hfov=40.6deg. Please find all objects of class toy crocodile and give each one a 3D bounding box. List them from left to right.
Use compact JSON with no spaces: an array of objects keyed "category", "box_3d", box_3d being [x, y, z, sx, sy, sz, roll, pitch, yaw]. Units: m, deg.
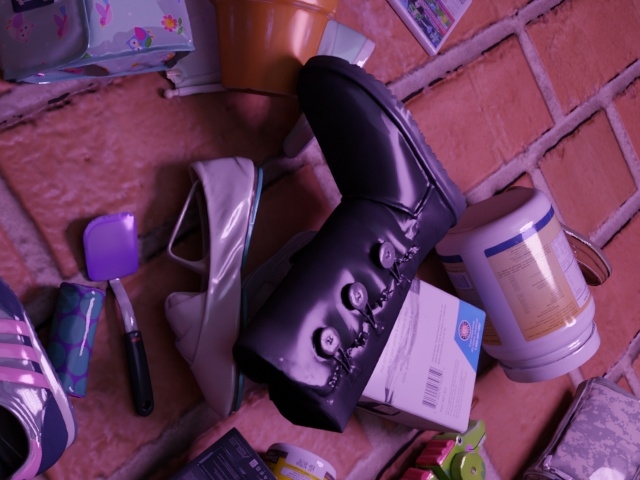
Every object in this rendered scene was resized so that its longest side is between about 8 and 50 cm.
[{"category":"toy crocodile","box_3d":[0.181,0.429,1.491,0.340,0.115,0.105,-45,109,-33]}]

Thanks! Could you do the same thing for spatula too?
[{"category":"spatula","box_3d":[-0.280,0.109,1.244,0.084,0.030,0.296,-12,90,-37]}]

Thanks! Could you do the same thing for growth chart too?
[{"category":"growth chart","box_3d":[-0.194,-0.346,1.394,0.172,0.021,0.237,-9,88,-39]}]

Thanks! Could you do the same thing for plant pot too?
[{"category":"plant pot","box_3d":[-0.080,-0.324,1.357,0.205,0.205,0.187,3,96,-37]}]

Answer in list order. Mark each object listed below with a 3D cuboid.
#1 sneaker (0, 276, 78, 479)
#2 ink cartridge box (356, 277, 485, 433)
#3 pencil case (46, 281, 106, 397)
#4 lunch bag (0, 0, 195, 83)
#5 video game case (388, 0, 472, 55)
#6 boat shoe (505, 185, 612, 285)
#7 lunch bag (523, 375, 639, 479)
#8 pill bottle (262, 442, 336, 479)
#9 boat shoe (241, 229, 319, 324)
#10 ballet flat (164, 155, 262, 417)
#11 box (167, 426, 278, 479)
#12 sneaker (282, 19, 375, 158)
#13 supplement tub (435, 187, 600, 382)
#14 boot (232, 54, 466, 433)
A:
[{"category":"sneaker","box_3d":[-0.415,0.153,1.057,0.319,0.112,0.131,61,22,-11]},{"category":"ink cartridge box","box_3d":[0.118,0.179,1.475,0.307,0.129,0.223,26,68,-31]},{"category":"pencil case","box_3d":[-0.337,0.134,1.175,0.065,0.070,0.151,9,77,0]},{"category":"lunch bag","box_3d":[-0.333,-0.339,1.204,0.262,0.160,0.223,-13,94,-27]},{"category":"video game case","box_3d":[0.205,-0.500,1.726,0.201,0.023,0.183,48,57,-22]},{"category":"boat shoe","box_3d":[0.477,0.019,1.802,0.307,0.111,0.104,36,66,-16]},{"category":"lunch bag","box_3d":[0.563,0.455,1.732,0.256,0.212,0.305,46,56,-3]},{"category":"pill bottle","box_3d":[-0.066,0.424,1.301,0.117,0.117,0.215,39,61,-26]},{"category":"boat shoe","box_3d":[-0.055,0.058,1.393,0.079,0.081,0.227,54,55,-18]},{"category":"ballet flat","box_3d":[-0.170,0.059,1.293,0.139,0.139,0.400,16,69,-35]},{"category":"box","box_3d":[-0.120,0.408,1.204,0.183,0.059,0.232,-37,72,-20]},{"category":"sneaker","box_3d":[-0.032,-0.270,1.476,0.151,0.094,0.256,32,77,-4]},{"category":"supplement tub","box_3d":[0.374,0.084,1.625,0.228,0.228,0.316,-35,104,-36]},{"category":"boot","box_3d":[0.002,0.001,1.262,0.367,0.146,0.445,45,64,-21]}]
